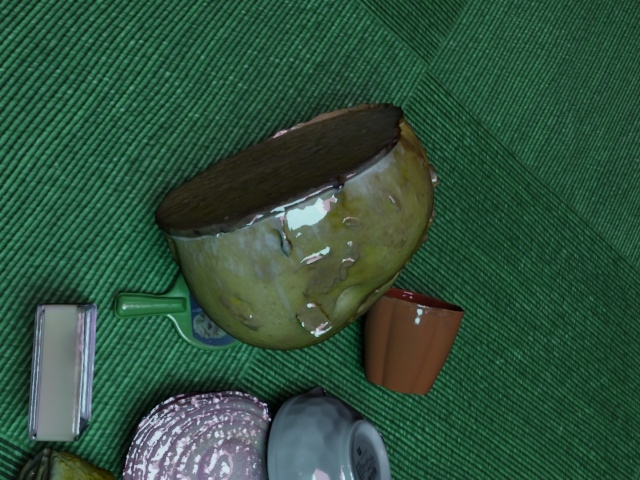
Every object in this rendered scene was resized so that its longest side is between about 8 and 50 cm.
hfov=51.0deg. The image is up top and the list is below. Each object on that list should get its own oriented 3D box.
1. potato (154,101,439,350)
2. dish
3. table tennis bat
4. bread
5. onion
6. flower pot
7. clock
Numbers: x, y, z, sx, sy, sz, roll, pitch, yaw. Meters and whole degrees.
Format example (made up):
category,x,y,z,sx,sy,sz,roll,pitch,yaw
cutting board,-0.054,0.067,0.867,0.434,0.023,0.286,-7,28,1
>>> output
category,x,y,z,sx,sy,sz,roll,pitch,yaw
potato,0.000,0.000,1.076,0.442,0.385,0.319,-32,116,-18
dish,0.036,0.383,1.130,0.303,0.120,0.303,41,39,-44
table tennis bat,-0.221,0.110,1.143,0.257,0.039,0.160,2,83,-29
bread,-0.401,0.434,0.950,0.124,0.186,0.257,33,81,-25
onion,-0.203,0.366,1.090,0.247,0.111,0.250,3,85,-26
flower pot,0.162,0.188,1.254,0.191,0.190,0.173,10,92,-25
clock,-0.379,0.189,0.996,0.071,0.147,0.192,3,86,-12
